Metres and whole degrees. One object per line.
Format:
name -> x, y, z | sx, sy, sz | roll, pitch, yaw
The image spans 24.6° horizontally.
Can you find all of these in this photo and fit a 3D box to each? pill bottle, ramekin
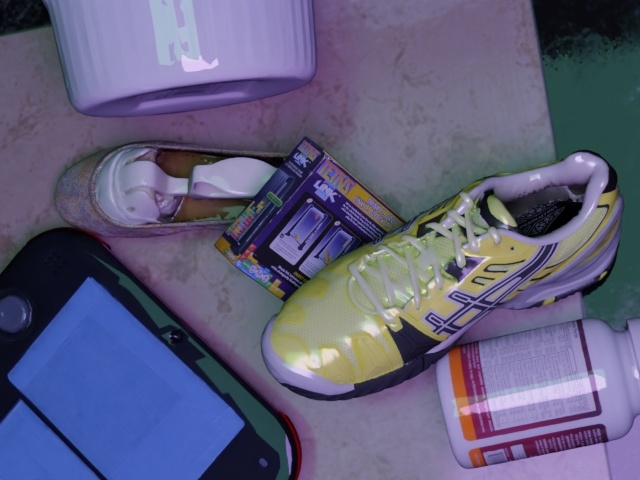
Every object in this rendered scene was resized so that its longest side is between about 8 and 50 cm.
pill bottle -> 0.229, 0.142, 1.413 | 0.221, 0.121, 0.121 | -13, 81, 9
ramekin -> -0.132, -0.206, 1.453 | 0.277, 0.277, 0.135 | -9, 90, 10

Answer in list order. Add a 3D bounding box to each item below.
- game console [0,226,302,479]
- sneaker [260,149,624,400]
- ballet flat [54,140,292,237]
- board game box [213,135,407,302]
game console -> -0.244, 0.215, 1.527 | 0.386, 0.060, 0.342 | 43, 92, 13
sneaker -> 0.112, 0.017, 1.380 | 0.384, 0.147, 0.145 | -27, 59, -16
ballet flat -> -0.138, -0.060, 1.514 | 0.316, 0.106, 0.108 | -2, 80, 11
board game box -> 0.000, 0.000, 1.454 | 0.141, 0.170, 0.048 | -50, 41, 0
